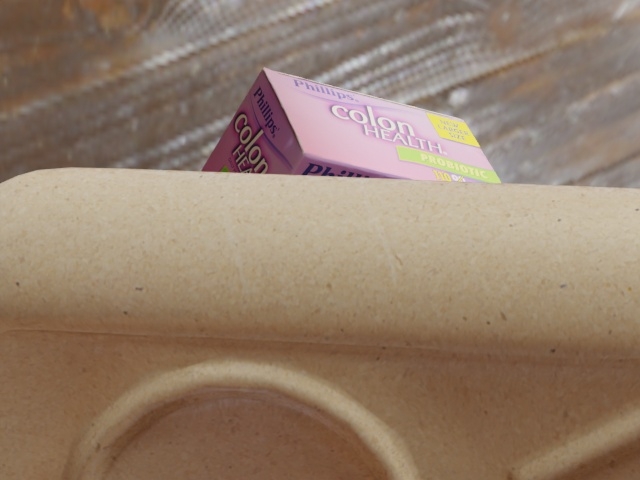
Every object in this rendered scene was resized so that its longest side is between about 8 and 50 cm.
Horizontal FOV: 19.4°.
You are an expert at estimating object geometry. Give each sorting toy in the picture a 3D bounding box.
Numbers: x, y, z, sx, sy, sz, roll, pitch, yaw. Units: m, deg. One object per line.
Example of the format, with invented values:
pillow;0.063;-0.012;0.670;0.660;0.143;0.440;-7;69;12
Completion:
sorting toy;0.028;0.093;0.352;0.193;0.038;0.208;3;97;8

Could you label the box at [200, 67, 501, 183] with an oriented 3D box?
box;0.000;0.000;1.604;0.213;0.243;0.117;12;35;-33
